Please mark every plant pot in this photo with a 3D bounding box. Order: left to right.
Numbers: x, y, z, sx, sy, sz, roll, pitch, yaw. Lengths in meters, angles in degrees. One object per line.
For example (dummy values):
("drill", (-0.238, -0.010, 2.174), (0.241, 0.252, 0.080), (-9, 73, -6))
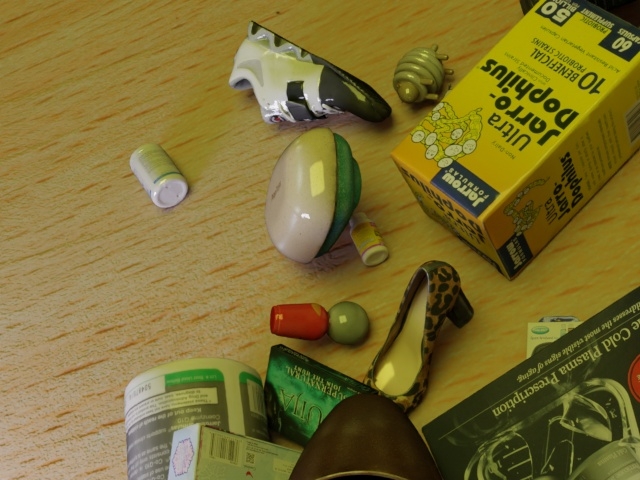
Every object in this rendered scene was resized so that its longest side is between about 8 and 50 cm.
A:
("plant pot", (0.056, 0.295, 1.197), (0.215, 0.215, 0.230), (-20, 22, 13))

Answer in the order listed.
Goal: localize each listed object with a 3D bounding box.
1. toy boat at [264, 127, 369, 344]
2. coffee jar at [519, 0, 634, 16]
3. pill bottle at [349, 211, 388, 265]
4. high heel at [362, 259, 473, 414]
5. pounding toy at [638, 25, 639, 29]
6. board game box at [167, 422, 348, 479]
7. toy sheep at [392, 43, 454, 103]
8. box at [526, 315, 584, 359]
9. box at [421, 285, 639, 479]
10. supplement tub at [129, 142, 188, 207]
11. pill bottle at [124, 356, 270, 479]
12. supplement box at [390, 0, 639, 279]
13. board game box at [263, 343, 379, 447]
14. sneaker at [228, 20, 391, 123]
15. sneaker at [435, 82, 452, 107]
("toy boat", (0.000, 0.000, 1.506), (0.148, 0.267, 0.318), (4, 77, -14))
("coffee jar", (0.417, -0.399, 1.595), (0.184, 0.079, 0.096), (-24, 56, 11))
("pill bottle", (0.073, -0.004, 1.554), (0.043, 0.043, 0.083), (-29, 56, 7))
("high heel", (0.104, 0.147, 1.371), (0.093, 0.186, 0.261), (35, 81, 33))
("pounding toy", (0.549, -0.300, 1.469), (0.141, 0.100, 0.130), (27, 77, 32))
("board game box", (-0.054, 0.420, 1.222), (0.066, 0.318, 0.318), (-26, 50, 44))
("toy sheep", (0.168, -0.277, 1.638), (0.091, 0.091, 0.132), (15, 55, 30))
("box", (0.325, 0.164, 1.361), (0.081, 0.028, 0.136), (-4, 64, 22))
("box", (0.347, 0.279, 1.148), (0.343, 0.179, 0.313), (-38, 54, 21))
("supplement tub", (-0.288, -0.116, 1.759), (0.071, 0.071, 0.107), (-38, 55, 1))
("pill bottle", (-0.161, 0.362, 1.360), (0.204, 0.204, 0.361), (-18, 59, 15))
("supplement box", (0.311, -0.157, 1.440), (0.356, 0.195, 0.194), (-46, 55, -4))
("board game box", (-0.007, 0.240, 1.422), (0.186, 0.026, 0.126), (21, 107, 36))
("sneaker", (-0.025, -0.249, 1.702), (0.330, 0.122, 0.146), (33, 98, 33))
("sneaker", (0.232, -0.236, 1.612), (0.098, 0.038, 0.069), (-31, 56, 5))
